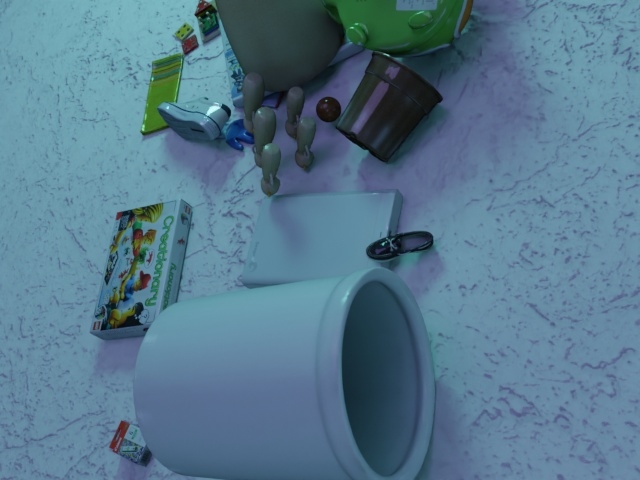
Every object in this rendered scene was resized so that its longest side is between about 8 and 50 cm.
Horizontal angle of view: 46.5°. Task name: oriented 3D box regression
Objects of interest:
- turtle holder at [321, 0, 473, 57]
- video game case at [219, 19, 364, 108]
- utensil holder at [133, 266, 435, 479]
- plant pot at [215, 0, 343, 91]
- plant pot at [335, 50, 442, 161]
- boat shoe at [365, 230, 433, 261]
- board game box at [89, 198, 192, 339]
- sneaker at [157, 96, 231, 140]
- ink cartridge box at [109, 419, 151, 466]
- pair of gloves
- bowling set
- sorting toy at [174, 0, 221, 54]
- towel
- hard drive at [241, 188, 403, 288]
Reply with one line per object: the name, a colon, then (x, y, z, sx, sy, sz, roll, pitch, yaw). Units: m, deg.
turtle holder: (0.156, -0.469, 1.501, 0.320, 0.227, 0.243, -25, 77, 32)
video game case: (-0.079, -0.492, 1.776, 0.328, 0.036, 0.300, -22, 55, 13)
utensil holder: (-0.057, 0.227, 1.194, 0.385, 0.327, 0.328, -9, 60, 29)
plant pot: (-0.118, -0.508, 1.609, 0.256, 0.274, 0.257, -12, 58, 20)
plant pot: (0.126, -0.254, 1.461, 0.167, 0.167, 0.165, 36, 94, 39)
boat shoe: (0.143, 0.008, 1.343, 0.125, 0.038, 0.046, -7, 71, -2)
board game box: (-0.398, 0.063, 1.665, 0.192, 0.053, 0.305, -10, 60, 26)
sneaker: (-0.297, -0.297, 1.780, 0.091, 0.094, 0.258, -45, 41, -19)
ink cartridge box: (-0.380, 0.400, 1.482, 0.115, 0.029, 0.063, 11, 71, 35)
pair of gloves: (-0.172, -0.303, 1.750, 0.159, 0.023, 0.198, 15, 74, 36)
bowling set: (-0.056, -0.221, 1.581, 0.199, 0.154, 0.287, -4, 53, -11)
sorting toy: (-0.283, -0.605, 1.971, 0.274, 0.046, 0.132, -27, 53, 17)
towel: (-0.414, -0.386, 1.945, 0.102, 0.021, 0.237, -13, 59, 26)
hard drive: (0.000, 0.000, 1.466, 0.307, 0.040, 0.203, -1, 64, 31)
